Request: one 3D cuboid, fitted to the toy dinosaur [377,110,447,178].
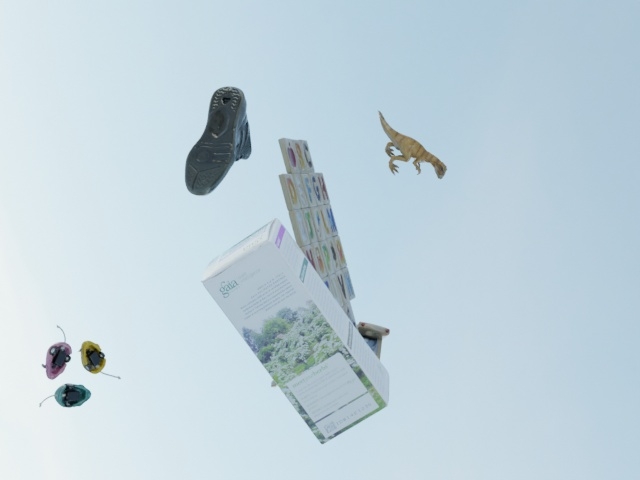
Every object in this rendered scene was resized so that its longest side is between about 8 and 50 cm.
[{"bbox_3d":[0.172,-0.200,2.260,0.112,0.211,0.064,-37,-154,44],"label":"toy dinosaur"}]

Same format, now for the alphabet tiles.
[{"bbox_3d":[0.000,0.000,1.760,0.285,0.011,0.343,-16,90,-77],"label":"alphabet tiles"}]

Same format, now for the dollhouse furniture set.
[{"bbox_3d":[0.020,0.224,2.063,0.129,0.183,0.129,133,-31,-58],"label":"dollhouse furniture set"}]

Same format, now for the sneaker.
[{"bbox_3d":[-0.177,-0.154,1.952,0.130,0.087,0.227,75,23,-54],"label":"sneaker"}]

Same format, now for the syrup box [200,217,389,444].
[{"bbox_3d":[-0.024,0.101,1.222,0.237,0.093,0.096,55,13,-11],"label":"syrup box"}]

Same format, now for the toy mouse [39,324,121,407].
[{"bbox_3d":[-0.411,0.215,1.741,0.031,0.143,0.161,8,-45,39],"label":"toy mouse"}]
